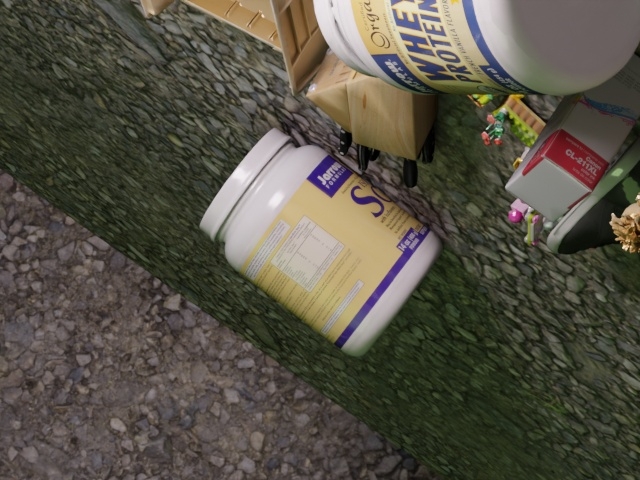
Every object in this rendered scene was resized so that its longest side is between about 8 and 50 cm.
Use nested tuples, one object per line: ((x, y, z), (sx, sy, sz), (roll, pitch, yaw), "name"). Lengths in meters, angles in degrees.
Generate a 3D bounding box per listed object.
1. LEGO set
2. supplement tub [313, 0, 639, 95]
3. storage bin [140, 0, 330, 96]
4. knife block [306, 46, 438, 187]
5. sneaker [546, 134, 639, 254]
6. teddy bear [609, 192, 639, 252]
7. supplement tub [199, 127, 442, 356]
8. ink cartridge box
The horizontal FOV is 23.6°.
((0.255, -0.093, 1.979), (0.132, 0.107, 0.287), (19, 153, 42), "LEGO set")
((0.159, -0.264, 1.589), (0.228, 0.228, 0.316), (49, 157, -28), "supplement tub")
((-0.120, -0.349, 2.036), (0.262, 0.123, 0.260), (29, 158, 21), "storage bin")
((0.116, -0.171, 2.064), (0.242, 0.088, 0.276), (37, 153, -27), "knife block")
((0.389, -0.012, 1.927), (0.147, 0.104, 0.296), (41, 156, 5), "sneaker")
((0.454, 0.024, 1.529), (0.338, 0.113, 0.245), (27, 152, -18), "teddy bear")
((0.000, 0.000, 2.427), (0.331, 0.241, 0.241), (37, 160, 2), "supplement tub")
((0.300, -0.123, 1.739), (0.072, 0.175, 0.127), (35, 161, -1), "ink cartridge box")
